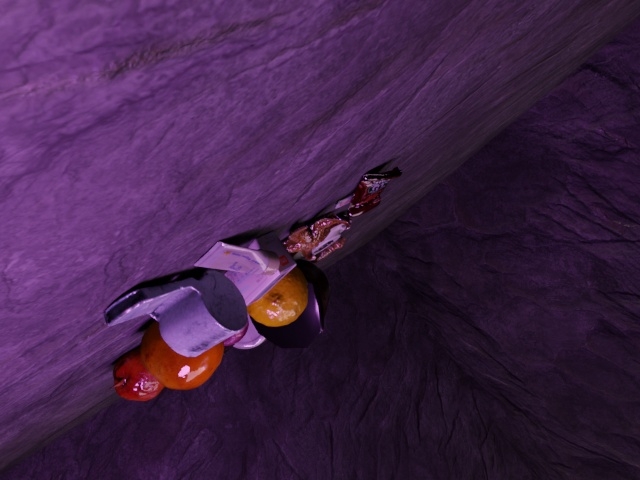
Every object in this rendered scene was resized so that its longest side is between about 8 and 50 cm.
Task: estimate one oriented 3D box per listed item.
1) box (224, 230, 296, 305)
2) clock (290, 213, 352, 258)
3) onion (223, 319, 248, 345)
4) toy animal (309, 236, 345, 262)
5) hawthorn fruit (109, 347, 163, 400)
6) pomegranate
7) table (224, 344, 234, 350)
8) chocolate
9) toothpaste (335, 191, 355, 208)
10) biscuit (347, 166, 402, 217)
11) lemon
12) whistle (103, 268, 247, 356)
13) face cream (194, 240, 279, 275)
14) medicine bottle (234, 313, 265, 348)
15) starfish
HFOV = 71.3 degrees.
[{"bbox_3d":[-0.198,0.094,1.404,0.079,0.135,0.269,-26,168,-45],"label":"box"},{"bbox_3d":[0.000,0.000,1.889,0.318,0.080,0.318,-35,173,-5],"label":"clock"},{"bbox_3d":[-0.401,0.362,1.916,0.207,0.200,0.200,-53,170,7],"label":"onion"},{"bbox_3d":[0.004,0.039,2.077,0.241,0.099,0.057,-36,172,4],"label":"toy animal"},{"bbox_3d":[-0.697,0.509,1.677,0.207,0.208,0.243,-37,168,19],"label":"hawthorn fruit"},{"bbox_3d":[-0.444,0.344,1.452,0.264,0.264,0.264,-34,173,-5],"label":"pomegranate"},{"bbox_3d":[-0.585,0.491,2.052,0.282,0.196,0.250,-27,171,-31],"label":"table"},{"bbox_3d":[-0.105,0.255,2.006,0.383,0.384,0.331,-38,175,27],"label":"chocolate"},{"bbox_3d":[0.144,-0.172,1.620,0.218,0.033,0.052,-28,162,-21],"label":"toothpaste"},{"bbox_3d":[0.180,-0.175,1.553,0.151,0.063,0.235,-24,162,-25],"label":"biscuit"},{"bbox_3d":[-0.169,0.185,1.650,0.253,0.254,0.310,-35,-164,4],"label":"lemon"},{"bbox_3d":[-0.362,0.171,1.179,0.168,0.188,0.404,-32,141,18],"label":"whistle"},{"bbox_3d":[-0.214,0.052,1.189,0.114,0.070,0.224,-39,150,29],"label":"face cream"},{"bbox_3d":[-0.372,0.422,2.275,0.252,0.253,0.241,-33,173,-9],"label":"medicine bottle"},{"bbox_3d":[-0.017,-0.020,1.584,0.303,0.113,0.312,-39,169,37],"label":"starfish"}]
